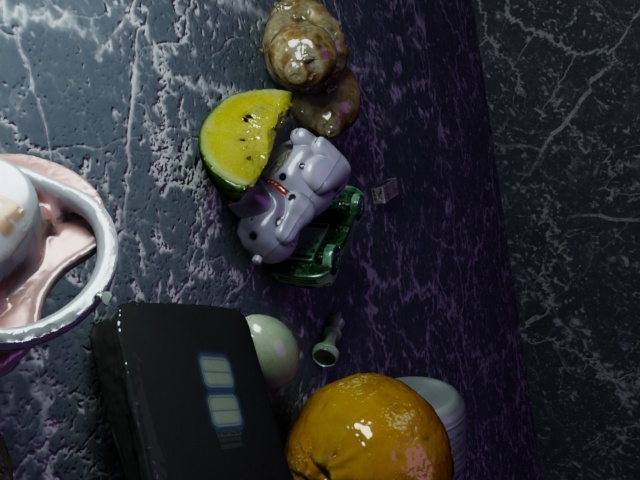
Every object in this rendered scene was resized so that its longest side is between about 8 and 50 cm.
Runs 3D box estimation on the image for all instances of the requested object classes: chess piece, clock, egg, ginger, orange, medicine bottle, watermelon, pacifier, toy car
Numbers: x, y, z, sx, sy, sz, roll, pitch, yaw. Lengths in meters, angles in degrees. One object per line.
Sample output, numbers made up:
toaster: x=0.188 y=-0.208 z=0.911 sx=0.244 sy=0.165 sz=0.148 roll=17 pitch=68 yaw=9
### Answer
chess piece: x=0.027 y=0.211 z=1.702 sx=0.149 sy=0.059 sz=0.059 roll=-65 pitch=141 yaw=-51
clock: x=-0.075 y=-0.067 z=1.451 sx=0.254 sy=0.189 sz=0.189 roll=-57 pitch=137 yaw=-28
egg: x=-0.099 y=0.199 z=1.388 sx=0.152 sy=0.114 sz=0.114 roll=67 pitch=32 yaw=-26
ginger: x=-0.012 y=-0.334 z=1.578 sx=0.375 sy=0.176 sz=0.256 roll=60 pitch=13 yaw=-58
orange: x=0.086 y=0.431 z=1.486 sx=0.293 sy=0.340 sz=0.340 roll=-4 pitch=89 yaw=-51
medicine bottle: x=0.227 y=0.507 z=1.834 sx=0.245 sy=0.245 sz=0.306 roll=-32 pitch=121 yaw=-60
watermelon: x=-0.137 y=-0.173 z=1.355 sx=0.301 sy=0.129 sz=0.123 roll=-74 pitch=149 yaw=-46
pacifier: x=-0.366 y=0.035 z=0.796 sx=0.220 sy=0.273 sz=0.332 roll=42 pitch=41 yaw=-20
toy car: x=0.000 y=0.000 z=1.599 sx=0.306 sy=0.136 sz=0.125 roll=-63 pitch=153 yaw=-48

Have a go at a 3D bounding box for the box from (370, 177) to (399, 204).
box: x=0.174 y=-0.133 z=2.055 sx=0.117 sy=0.036 sz=0.051 roll=-32 pitch=114 yaw=-61

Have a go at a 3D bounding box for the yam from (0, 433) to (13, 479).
yam: x=-0.386 y=0.356 z=0.803 sx=0.133 sy=0.133 sz=0.330 roll=22 pitch=62 yaw=-60

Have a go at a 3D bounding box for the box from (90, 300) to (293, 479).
box: x=-0.180 y=0.264 z=1.151 sx=0.359 sy=0.091 sz=0.350 roll=13 pitch=56 yaw=-61
